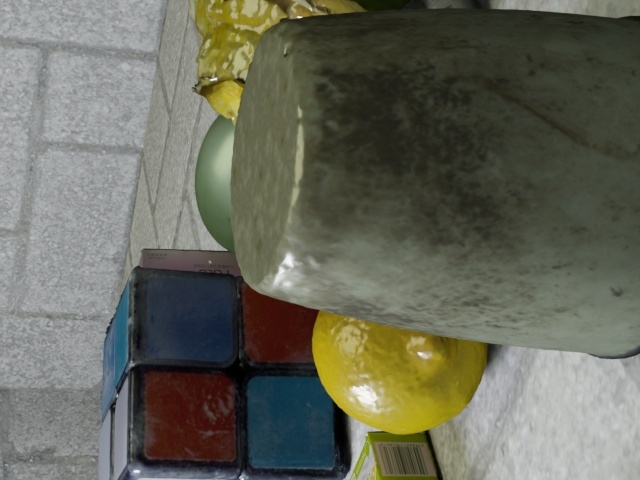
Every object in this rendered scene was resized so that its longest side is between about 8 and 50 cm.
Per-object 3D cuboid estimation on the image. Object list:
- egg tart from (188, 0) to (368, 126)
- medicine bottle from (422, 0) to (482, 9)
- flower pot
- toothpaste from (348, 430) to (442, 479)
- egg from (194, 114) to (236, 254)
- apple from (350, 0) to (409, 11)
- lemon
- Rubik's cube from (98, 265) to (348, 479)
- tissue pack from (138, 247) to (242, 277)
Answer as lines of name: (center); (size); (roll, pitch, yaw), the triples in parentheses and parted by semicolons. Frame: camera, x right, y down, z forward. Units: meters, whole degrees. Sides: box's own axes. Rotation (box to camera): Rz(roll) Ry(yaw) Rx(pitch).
egg tart: (-0.031, -0.188, 1.449); (0.132, 0.345, 0.345); (-62, 13, -14)
medicine bottle: (0.141, -0.286, 1.363); (0.199, 0.057, 0.058); (-105, 25, -46)
flower pot: (0.106, -0.056, 0.984); (0.293, 0.330, 0.294); (-176, 90, -74)
toothpaste: (0.106, 0.366, 1.320); (0.328, 0.077, 0.110); (-105, 25, -45)
egg: (-0.090, -0.098, 1.826); (0.203, 0.202, 0.283); (-105, 22, -46)
apple: (0.022, -0.364, 1.493); (0.246, 0.226, 0.246); (-34, 52, 58)
lemon: (0.082, 0.111, 1.266); (0.244, 0.186, 0.187); (142, 130, -73)
Rubik's cube: (-0.158, 0.244, 1.798); (0.316, 0.313, 0.319); (127, 144, -60)
tissue pack: (-0.192, 0.093, 2.047); (0.149, 0.246, 0.093); (114, 152, -52)
